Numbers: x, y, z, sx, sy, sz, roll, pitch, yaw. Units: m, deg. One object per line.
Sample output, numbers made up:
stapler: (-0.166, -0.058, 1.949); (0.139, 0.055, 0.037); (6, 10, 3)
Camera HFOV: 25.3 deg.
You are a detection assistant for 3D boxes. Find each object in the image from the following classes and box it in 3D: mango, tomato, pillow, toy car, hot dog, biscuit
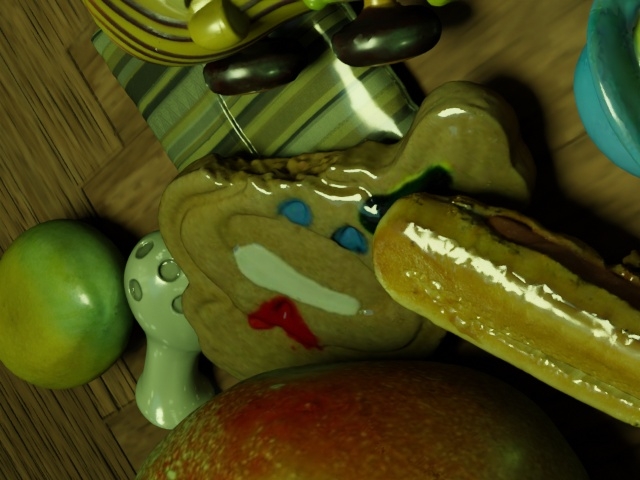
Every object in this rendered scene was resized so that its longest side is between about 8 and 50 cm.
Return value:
mango: (-0.197, 0.050, 1.098); (0.195, 0.092, 0.130); (-15, 88, 61)
tomato: (0.034, 0.207, 0.827); (0.303, 0.239, 0.303); (27, 133, 34)
pillow: (-0.041, -0.091, 0.876); (0.212, 0.052, 0.208); (55, 137, 3)
toy car: (-0.037, -0.173, 0.715); (0.248, 0.142, 0.200); (-10, 99, 31)
hot dog: (0.156, 0.057, 0.712); (0.286, 0.061, 0.087); (32, 136, 14)
biscuit: (0.008, 0.005, 0.842); (0.183, 0.047, 0.320); (42, 138, -19)

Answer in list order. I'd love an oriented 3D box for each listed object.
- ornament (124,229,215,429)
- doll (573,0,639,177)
ornament: (-0.101, 0.058, 1.025); (0.074, 0.081, 0.156); (-100, 13, -51)
doll: (0.193, -0.134, 0.522); (0.199, 0.145, 0.363); (34, 142, 23)
